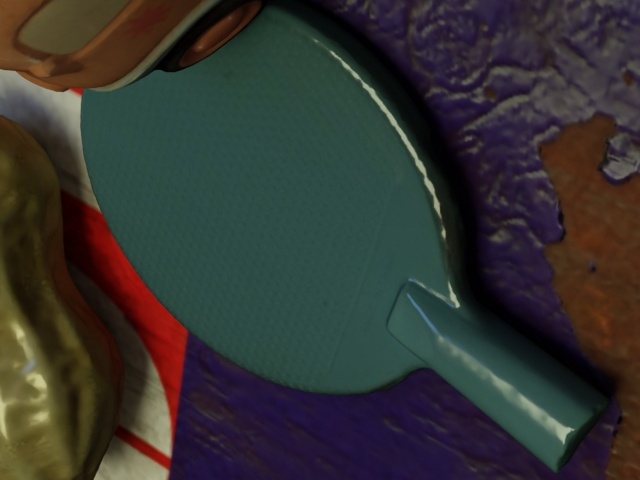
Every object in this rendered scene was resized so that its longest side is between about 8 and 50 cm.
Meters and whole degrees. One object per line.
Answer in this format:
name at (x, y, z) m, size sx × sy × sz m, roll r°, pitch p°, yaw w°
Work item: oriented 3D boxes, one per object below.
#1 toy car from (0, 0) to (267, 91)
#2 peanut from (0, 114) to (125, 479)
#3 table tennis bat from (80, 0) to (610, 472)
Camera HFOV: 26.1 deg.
toy car at (-0.093, -0.176, 0.539) m, size 0.270 × 0.212 × 0.180 m, roll -40°, pitch 86°, yaw 31°
peanut at (-0.186, 0.050, 0.819) m, size 0.125 × 0.111 × 0.275 m, roll 2°, pitch 114°, yaw 33°
table tennis bat at (0.000, 0.000, 0.696) m, size 0.329 × 0.044 × 0.215 m, roll 36°, pitch 129°, yaw 21°
